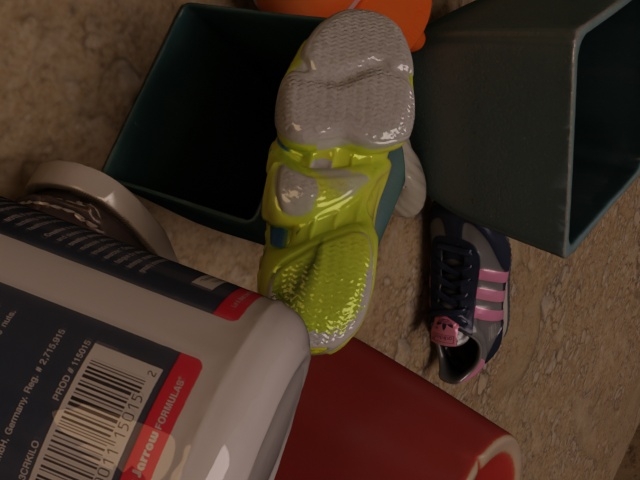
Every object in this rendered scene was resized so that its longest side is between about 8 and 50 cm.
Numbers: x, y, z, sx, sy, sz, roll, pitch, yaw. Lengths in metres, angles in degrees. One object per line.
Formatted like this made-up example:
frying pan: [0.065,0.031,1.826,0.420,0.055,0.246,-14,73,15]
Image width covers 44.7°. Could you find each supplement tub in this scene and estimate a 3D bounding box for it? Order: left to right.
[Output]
supplement tub: [-0.158,0.082,0.408,0.191,0.272,0.191,20,90,-83]

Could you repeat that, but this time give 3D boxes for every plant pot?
plant pot: [-0.030,-0.066,0.691,0.234,0.166,0.165,37,73,-56]
plant pot: [0.080,0.272,0.898,0.275,0.243,0.275,-26,123,-47]
plant pot: [0.219,-0.166,0.902,0.248,0.252,0.247,-37,132,-40]

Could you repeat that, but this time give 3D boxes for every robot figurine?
robot figurine: [0.019,-0.236,0.716,0.219,0.128,0.158,13,114,-56]

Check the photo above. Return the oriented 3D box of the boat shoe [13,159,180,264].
boat shoe: [-0.131,0.076,0.631,0.324,0.117,0.096,55,44,-42]

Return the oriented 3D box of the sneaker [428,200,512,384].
sneaker: [0.200,0.076,1.095,0.131,0.112,0.319,-50,137,-34]

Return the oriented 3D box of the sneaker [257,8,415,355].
sneaker: [0.000,-0.036,0.540,0.126,0.091,0.240,119,-14,-72]

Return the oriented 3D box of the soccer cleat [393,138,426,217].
soccer cleat: [0.072,-0.103,0.862,0.076,0.068,0.196,-93,164,-62]
